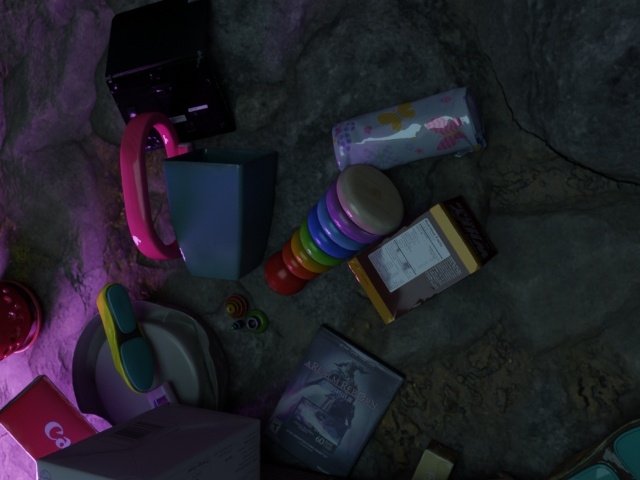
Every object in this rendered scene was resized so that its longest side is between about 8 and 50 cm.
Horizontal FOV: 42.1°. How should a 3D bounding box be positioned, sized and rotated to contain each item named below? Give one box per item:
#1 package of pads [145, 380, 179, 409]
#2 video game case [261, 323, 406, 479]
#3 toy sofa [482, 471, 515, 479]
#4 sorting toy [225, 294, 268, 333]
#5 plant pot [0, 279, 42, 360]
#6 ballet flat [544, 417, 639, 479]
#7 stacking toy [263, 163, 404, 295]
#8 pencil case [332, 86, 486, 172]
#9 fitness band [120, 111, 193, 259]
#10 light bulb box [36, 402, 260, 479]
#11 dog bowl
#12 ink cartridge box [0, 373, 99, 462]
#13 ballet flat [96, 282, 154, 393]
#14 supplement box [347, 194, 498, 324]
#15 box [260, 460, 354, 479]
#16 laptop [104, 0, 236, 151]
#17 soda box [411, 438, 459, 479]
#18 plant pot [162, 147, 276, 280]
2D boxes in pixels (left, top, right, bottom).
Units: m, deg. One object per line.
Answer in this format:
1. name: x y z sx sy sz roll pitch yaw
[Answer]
1. package of pads: -0.311 0.329 1.665 0.050 0.032 0.083 -28 87 22
2. video game case: 0.022 0.330 1.654 0.196 0.026 0.274 31 107 14
3. toy sofa: 0.200 0.520 1.449 0.363 0.177 0.150 -3 96 -11
4. sorting toy: -0.159 0.157 1.690 0.102 0.042 0.061 37 107 12
5. plant pot: -0.731 0.176 1.834 0.191 0.174 0.191 3 98 20
6. ballet flat: 0.522 0.375 1.421 0.348 0.123 0.123 -41 82 27
7. stacking toy: 0.000 0.000 1.538 0.330 0.141 0.141 -40 82 39
8. pencil case: 0.158 -0.189 1.494 0.273 0.124 0.113 -11 53 20
9. fitness band: -0.310 -0.106 1.624 0.054 0.209 0.291 -3 99 19
10. light bulb box: -0.286 0.519 1.461 0.225 0.358 0.361 4 97 28
11. dog bowl: -0.348 0.288 1.745 0.349 0.102 0.348 3 98 21
12. ink cartridge box: -0.511 0.425 1.692 0.130 0.272 0.309 -43 96 -21
13. ballet flat: -0.396 0.198 1.667 0.077 0.077 0.231 -20 86 42
14. supplement box: 0.186 0.030 1.466 0.194 0.191 0.129 -34 85 21
15. box: -0.099 0.558 1.651 0.381 0.143 0.191 4 98 23
16. laptop: -0.303 -0.344 1.699 0.234 0.136 0.264 -10 119 22
17. soda box: 0.200 0.478 1.588 0.061 0.058 0.181 25 105 16
18. plant pot: -0.188 -0.051 1.618 0.166 0.165 0.234 4 106 20
